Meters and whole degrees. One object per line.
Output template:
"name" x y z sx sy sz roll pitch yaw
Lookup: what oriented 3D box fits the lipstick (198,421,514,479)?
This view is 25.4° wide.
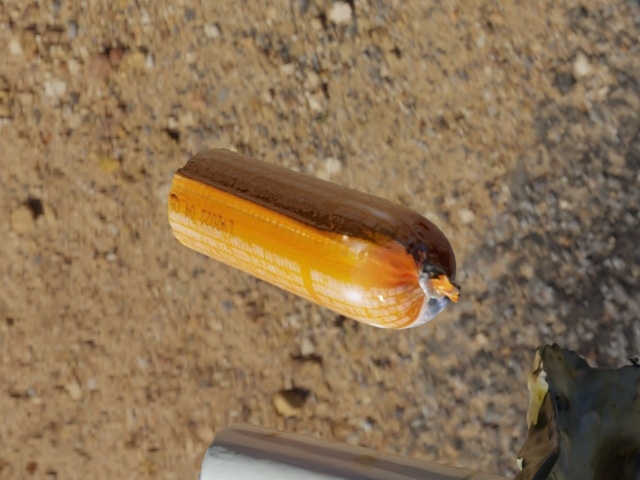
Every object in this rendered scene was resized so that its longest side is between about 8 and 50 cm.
"lipstick" 0.050 0.143 0.746 0.264 0.059 0.059 7 137 38

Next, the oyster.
"oyster" 0.109 0.094 0.439 0.148 0.103 0.051 27 130 -16

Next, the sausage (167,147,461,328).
"sausage" 0.000 0.000 0.822 0.071 0.234 0.071 -13 111 -36
